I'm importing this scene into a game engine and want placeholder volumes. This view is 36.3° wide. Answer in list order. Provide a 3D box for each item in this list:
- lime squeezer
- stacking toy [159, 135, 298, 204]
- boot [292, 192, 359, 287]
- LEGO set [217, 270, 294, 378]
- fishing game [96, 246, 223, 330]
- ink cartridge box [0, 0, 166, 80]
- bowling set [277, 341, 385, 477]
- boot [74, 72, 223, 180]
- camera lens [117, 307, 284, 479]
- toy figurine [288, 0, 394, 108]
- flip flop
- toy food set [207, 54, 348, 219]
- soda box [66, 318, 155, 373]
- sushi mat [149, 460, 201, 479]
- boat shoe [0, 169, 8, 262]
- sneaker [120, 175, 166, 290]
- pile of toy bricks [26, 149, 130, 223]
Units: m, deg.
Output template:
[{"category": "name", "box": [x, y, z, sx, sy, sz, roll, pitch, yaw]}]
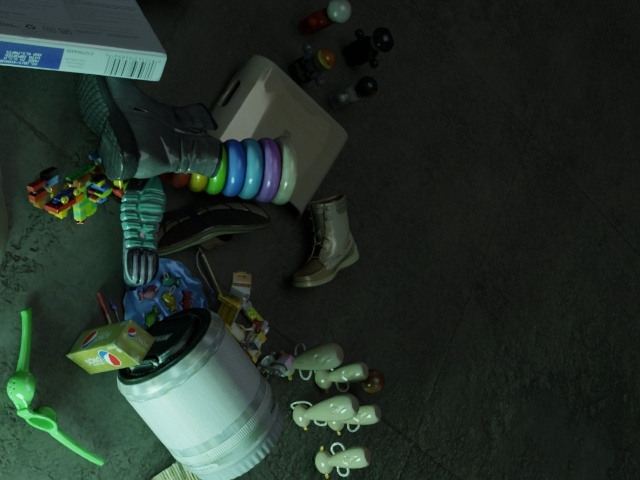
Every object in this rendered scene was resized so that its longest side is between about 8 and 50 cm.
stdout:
[{"category": "lime squeezer", "box": [-0.484, 0.279, 1.699, 0.310, 0.059, 0.110, 65, 19, -6]}, {"category": "stacking toy", "box": [-0.218, -0.147, 1.933, 0.330, 0.141, 0.141, 2, 78, -22]}, {"category": "boot", "box": [0.000, 0.000, 2.118, 0.213, 0.077, 0.165, -32, 119, -46]}, {"category": "LEGO set", "box": [-0.141, 0.144, 1.949, 0.107, 0.132, 0.287, -58, 142, -40]}, {"category": "fishing game", "box": [-0.294, 0.126, 1.892, 0.264, 0.041, 0.189, -22, 93, -40]}, {"category": "ink cartridge box", "box": [-0.481, -0.413, 1.763, 0.324, 0.071, 0.330, 0, 40, -33]}, {"category": "bowling set", "box": [0.041, 0.344, 2.077, 0.200, 0.154, 0.287, -7, 82, -59]}, {"category": "boot", "box": [-0.326, -0.248, 1.848, 0.222, 0.118, 0.338, -6, 63, -33]}, {"category": "camera lens", "box": [-0.220, 0.278, 1.788, 0.219, 0.219, 0.274, -51, 119, -36]}, {"category": "toy figurine", "box": [0.051, -0.426, 2.244, 0.213, 0.148, 0.209, 32, 61, -31]}, {"category": "flip flop", "box": [-0.232, -0.020, 1.953, 0.277, 0.080, 0.112, -20, 53, -29]}, {"category": "toy food set", "box": [-0.098, -0.222, 2.124, 0.306, 0.092, 0.220, 40, 68, -24]}, {"category": "soda box", "box": [-0.370, 0.188, 1.718, 0.061, 0.181, 0.058, 44, 55, -24]}, {"category": "sushi mat", "box": [-0.235, 0.573, 1.847, 0.151, 0.019, 0.316, -33, 101, -41]}, {"category": "boat shoe", "box": [-0.587, -0.058, 1.692, 0.065, 0.075, 0.206, -6, 88, 2]}, {"category": "sneaker", "box": [-0.344, -0.019, 1.829, 0.083, 0.098, 0.224, 11, 70, -22]}, {"category": "pile of toy bricks", "box": [-0.436, -0.081, 1.798, 0.212, 0.118, 0.105, -41, 141, -47]}]
